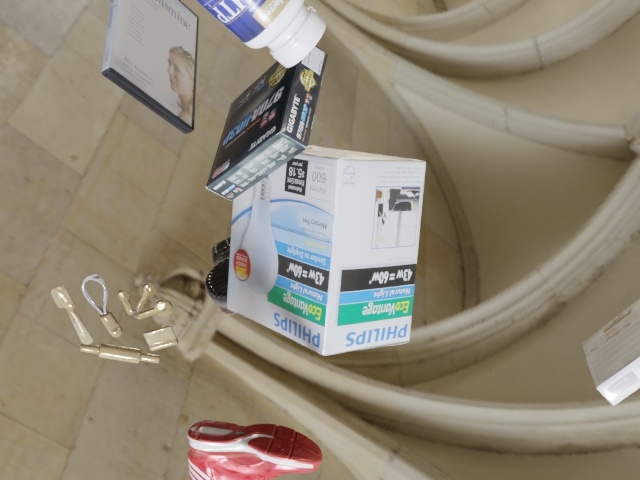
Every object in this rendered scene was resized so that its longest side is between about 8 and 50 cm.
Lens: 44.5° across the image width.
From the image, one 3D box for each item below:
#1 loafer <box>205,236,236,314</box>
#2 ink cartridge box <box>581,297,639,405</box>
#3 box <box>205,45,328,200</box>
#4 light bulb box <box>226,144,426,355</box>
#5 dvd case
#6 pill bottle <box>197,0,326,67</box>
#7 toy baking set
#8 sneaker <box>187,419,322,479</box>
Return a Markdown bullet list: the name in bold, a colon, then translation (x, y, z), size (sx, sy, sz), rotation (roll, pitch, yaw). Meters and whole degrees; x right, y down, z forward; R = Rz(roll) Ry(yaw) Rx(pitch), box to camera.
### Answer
- **loafer**: translation (-0.189, 0.092, 1.901), size (0.133, 0.130, 0.366), rotation (-26, -160, 5)
- **ink cartridge box**: translation (0.588, 0.197, 1.471), size (0.181, 0.056, 0.225), rotation (-42, -179, 17)
- **box**: translation (-0.082, -0.177, 1.180), size (0.220, 0.051, 0.175), rotation (-27, -137, 50)
- **light bulb box**: translation (0.000, 0.000, 1.563), size (0.357, 0.225, 0.361), rotation (16, -75, 52)
- **dvd case**: translation (-0.261, -0.313, 1.237), size (0.022, 0.180, 0.253), rotation (-21, -125, 28)
- **pill bottle**: translation (-0.085, -0.321, 1.030), size (0.112, 0.186, 0.112), rotation (-39, -152, 25)
- **toy baking set**: translation (-0.413, 0.160, 1.586), size (0.030, 0.256, 0.197), rotation (-103, -158, -63)
- **sneaker**: translation (-0.111, 0.373, 1.283), size (0.087, 0.221, 0.128), rotation (-60, 159, -68)
